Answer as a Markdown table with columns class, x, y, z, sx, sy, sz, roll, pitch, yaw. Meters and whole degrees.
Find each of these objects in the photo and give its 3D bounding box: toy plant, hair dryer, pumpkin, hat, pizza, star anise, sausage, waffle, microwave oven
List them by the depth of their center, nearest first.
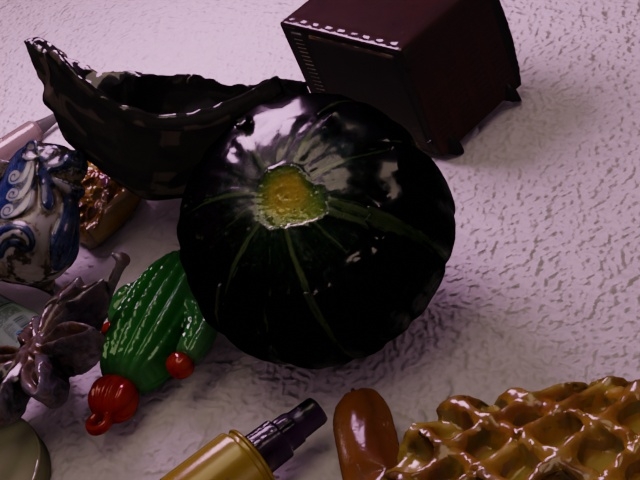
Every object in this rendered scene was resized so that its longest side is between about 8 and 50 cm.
| class | x | y | z | sx | sy | sz | roll | pitch | yaw |
| --- | --- | --- | --- | --- | --- | --- | --- | --- | --- |
| waffle | 0.197 | 0.233 | 1.139 | 0.324 | 0.151 | 0.261 | -7 | 40 | 19 |
| sausage | 0.047 | 0.203 | 1.343 | 0.062 | 0.054 | 0.183 | -47 | 29 | 22 |
| pumpkin | 0.000 | 0.000 | 1.513 | 0.296 | 0.296 | 0.296 | -15 | 34 | 11 |
| star anise | -0.292 | 0.118 | 1.556 | 0.262 | 0.081 | 0.230 | -41 | 16 | 1 |
| toy plant | -0.179 | 0.106 | 1.568 | 0.154 | 0.088 | 0.240 | -21 | 34 | 14 |
| hat | -0.191 | -0.125 | 1.689 | 0.366 | 0.257 | 0.382 | 7 | 25 | -3 |
| microwave oven | 0.109 | -0.240 | 1.807 | 0.188 | 0.178 | 0.247 | -41 | 38 | -25 |
| pizza | -0.295 | -0.075 | 1.916 | 0.127 | 0.058 | 0.246 | -12 | 33 | 16 |
| hair dryer | -0.464 | -0.116 | 2.089 | 0.220 | 0.054 | 0.195 | -26 | 34 | -18 |

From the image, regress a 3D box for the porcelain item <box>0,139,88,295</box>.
| class | x | y | z | sx | sy | sz | roll | pitch | yaw |
| --- | --- | --- | --- | --- | --- | --- | --- | --- | --- |
| porcelain item | -0.417 | -0.040 | 1.800 | 0.288 | 0.138 | 0.186 | 9 | 86 | 37 |

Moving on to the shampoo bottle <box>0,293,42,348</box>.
| class | x | y | z | sx | sy | sz | roll | pitch | yaw |
| --- | --- | --- | --- | --- | --- | --- | --- | --- | --- |
| shampoo bottle | -0.380 | 0.100 | 1.736 | 0.069 | 0.041 | 0.190 | -41 | 37 | -17 |

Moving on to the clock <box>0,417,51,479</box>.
| class | x | y | z | sx | sy | sz | roll | pitch | yaw |
| --- | --- | --- | --- | --- | --- | --- | --- | --- | --- |
| clock | -0.399 | 0.276 | 1.518 | 0.235 | 0.029 | 0.235 | -16 | 35 | 12 |

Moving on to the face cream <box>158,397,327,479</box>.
| class | x | y | z | sx | sy | sz | roll | pitch | yaw |
| --- | --- | --- | --- | --- | --- | --- | --- | --- | --- |
| face cream | -0.107 | 0.241 | 1.354 | 0.273 | 0.078 | 0.078 | -35 | 36 | -19 |
